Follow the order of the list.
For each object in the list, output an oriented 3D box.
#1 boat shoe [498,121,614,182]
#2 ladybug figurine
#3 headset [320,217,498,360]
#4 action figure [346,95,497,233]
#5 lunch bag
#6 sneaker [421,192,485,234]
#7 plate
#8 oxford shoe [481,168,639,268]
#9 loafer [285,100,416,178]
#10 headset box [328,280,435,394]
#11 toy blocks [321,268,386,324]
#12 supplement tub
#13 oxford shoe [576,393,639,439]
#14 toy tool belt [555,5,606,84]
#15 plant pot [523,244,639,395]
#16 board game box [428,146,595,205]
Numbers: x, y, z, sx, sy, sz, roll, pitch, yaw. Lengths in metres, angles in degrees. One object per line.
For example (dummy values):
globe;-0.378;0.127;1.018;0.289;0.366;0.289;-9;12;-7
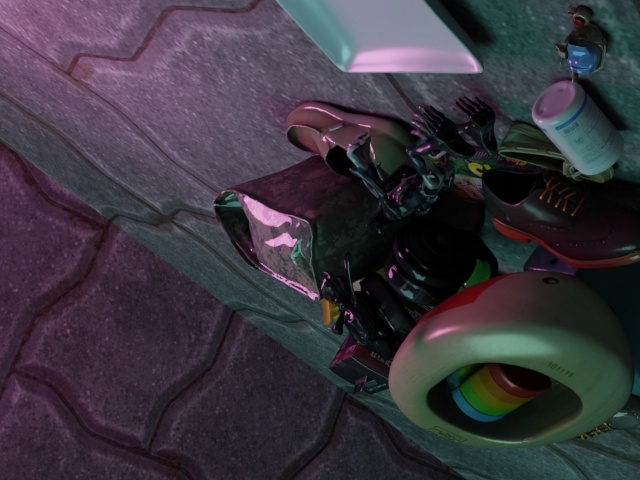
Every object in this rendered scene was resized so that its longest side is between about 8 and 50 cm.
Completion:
boat shoe;0.313;-0.107;1.530;0.153;0.048;0.056;27;163;16
ladybug figurine;0.268;0.170;1.652;0.305;0.162;0.449;26;148;-14
headset;0.139;0.096;1.764;0.394;0.243;0.185;12;-144;-50
action figure;0.132;-0.115;1.628;0.141;0.164;0.275;56;146;6
lunch bag;-0.010;-0.043;1.921;0.287;0.235;0.169;26;131;46
sneaker;0.238;-0.016;1.926;0.118;0.083;0.222;14;161;-22
plate;0.042;-0.310;1.425;0.277;0.045;0.278;12;155;51
oxford shoe;0.326;-0.035;1.548;0.271;0.097;0.098;15;152;43
loafer;0.029;-0.153;1.828;0.268;0.092;0.102;13;156;48
headset box;0.135;0.167;2.228;0.110;0.293;0.218;32;163;-3
toy blocks;0.000;0.000;2.246;0.261;0.191;0.381;44;163;-4
supplement tub;0.313;-0.137;1.402;0.107;0.071;0.071;42;161;-32
oxford shoe;0.560;0.348;2.285;0.130;0.133;0.363;42;161;-31
toy tool belt;0.285;-0.212;1.265;0.052;0.051;0.083;21;161;30
plant pot;0.421;0.084;1.724;0.165;0.166;0.234;8;142;54
board game box;0.285;-0.084;1.690;0.259;0.030;0.136;14;155;46
